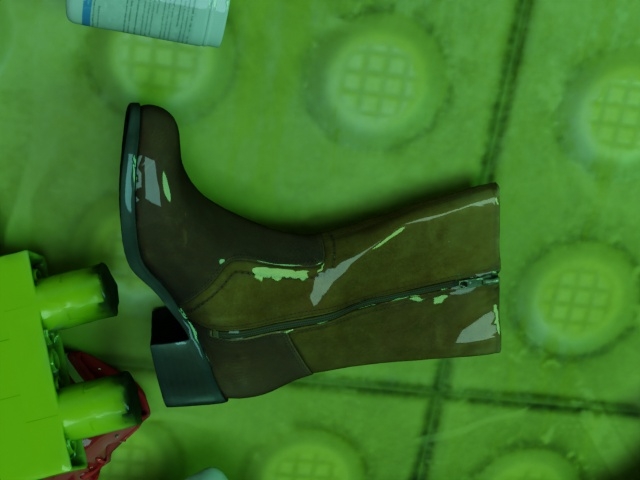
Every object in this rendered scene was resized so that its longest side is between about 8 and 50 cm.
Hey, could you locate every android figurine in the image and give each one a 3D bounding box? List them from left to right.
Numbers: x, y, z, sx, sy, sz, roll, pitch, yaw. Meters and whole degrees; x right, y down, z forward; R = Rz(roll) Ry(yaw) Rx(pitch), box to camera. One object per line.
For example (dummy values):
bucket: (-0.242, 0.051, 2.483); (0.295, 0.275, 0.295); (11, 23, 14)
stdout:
android figurine: (-0.276, 0.107, 0.895); (0.273, 0.056, 0.248); (-12, 81, 3)

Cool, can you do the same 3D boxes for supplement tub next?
supplement tub: (-0.116, -0.174, 0.828); (0.107, 0.071, 0.071); (10, 112, -10)

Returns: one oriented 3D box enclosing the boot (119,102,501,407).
boot: (0.000, 0.000, 0.902); (0.281, 0.096, 0.264); (-10, 114, -2)

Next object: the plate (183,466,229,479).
plate: (-0.129, 0.365, 0.948); (0.278, 0.045, 0.277); (-31, 94, -5)

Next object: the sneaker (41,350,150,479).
sneaker: (-0.190, 0.190, 0.972); (0.128, 0.087, 0.221); (-13, 115, 2)
